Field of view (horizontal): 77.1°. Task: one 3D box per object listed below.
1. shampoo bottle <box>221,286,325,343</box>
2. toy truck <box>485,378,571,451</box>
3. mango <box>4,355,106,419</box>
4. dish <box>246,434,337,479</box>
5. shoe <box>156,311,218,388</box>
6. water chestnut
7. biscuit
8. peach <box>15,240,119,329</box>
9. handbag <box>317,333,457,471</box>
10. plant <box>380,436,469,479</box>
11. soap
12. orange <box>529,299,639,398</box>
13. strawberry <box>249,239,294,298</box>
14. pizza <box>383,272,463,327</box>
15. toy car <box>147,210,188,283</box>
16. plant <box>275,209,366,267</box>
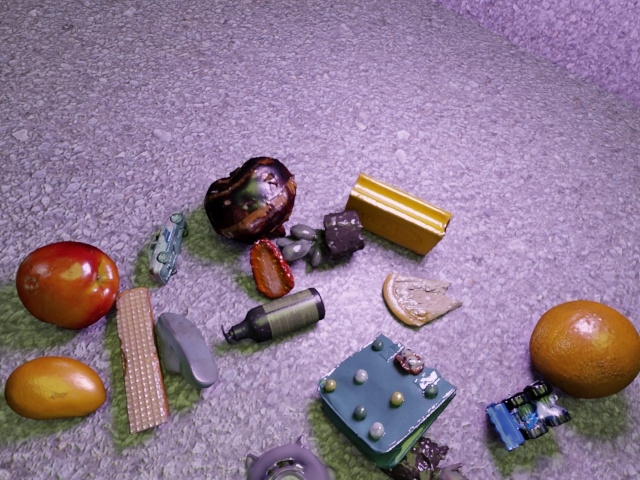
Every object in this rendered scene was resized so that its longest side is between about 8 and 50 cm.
[{"bbox_3d":[-0.131,0.220,1.125,0.284,0.101,0.101,-18,64,-18],"label":"shampoo bottle"},{"bbox_3d":[0.539,0.466,1.077,0.208,0.126,0.113,-18,65,-14],"label":"toy truck"},{"bbox_3d":[-0.628,0.356,0.965,0.220,0.112,0.144,17,58,-13],"label":"mango"},{"bbox_3d":[-0.082,0.574,0.934,0.236,0.086,0.228,-35,71,-26],"label":"dish"},{"bbox_3d":[-0.361,0.298,1.055,0.251,0.103,0.100,44,106,31],"label":"shoe"},{"bbox_3d":[-0.194,-0.103,1.235,0.300,0.300,0.299,4,59,-7],"label":"water chestnut"},{"bbox_3d":[-0.470,0.298,1.051,0.094,0.054,0.378,-14,63,-18],"label":"biscuit"},{"bbox_3d":[-0.655,0.117,1.048,0.244,0.199,0.243,1,98,9],"label":"peach"},{"bbox_3d":[0.154,0.379,1.013,0.274,0.100,0.269,-33,37,-22],"label":"handbag"},{"bbox_3d":[0.249,0.552,0.975,0.203,0.131,0.142,23,56,4],"label":"plant"},{"bbox_3d":[0.241,-0.075,1.304,0.325,0.204,0.096,25,69,7],"label":"soap"},{"bbox_3d":[0.734,0.302,1.125,0.275,0.274,0.274,4,59,-7],"label":"orange"},{"bbox_3d":[-0.138,0.079,1.177,0.121,0.188,0.082,-9,15,16],"label":"strawberry"},{"bbox_3d":[0.326,0.184,1.260,0.262,0.034,0.181,1,59,-9],"label":"pizza"},{"bbox_3d":[-0.459,0.016,1.199,0.076,0.090,0.224,5,59,1],"label":"toy car"},{"bbox_3d":[0.001,0.000,1.255,0.275,0.146,0.149,-16,94,-3],"label":"plant"}]
